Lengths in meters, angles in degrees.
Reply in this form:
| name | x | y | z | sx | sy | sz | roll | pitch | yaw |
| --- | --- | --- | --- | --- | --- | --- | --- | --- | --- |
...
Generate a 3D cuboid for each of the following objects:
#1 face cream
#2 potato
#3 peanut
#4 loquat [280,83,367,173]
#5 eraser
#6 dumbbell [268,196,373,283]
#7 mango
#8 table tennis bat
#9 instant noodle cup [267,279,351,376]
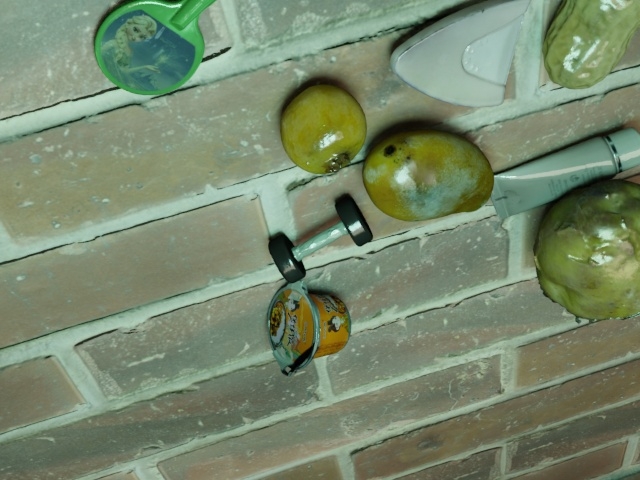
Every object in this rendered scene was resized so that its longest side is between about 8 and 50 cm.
| name | x | y | z | sx | sy | sz | roll | pitch | yaw |
| --- | --- | --- | --- | --- | --- | --- | --- | --- | --- |
| face cream | 0.505 | -0.138 | 1.474 | 0.314 | 0.089 | 0.143 | -23 | 138 | 12 |
| potato | 0.557 | -0.003 | 1.465 | 0.288 | 0.301 | 0.237 | -43 | 133 | 8 |
| peanut | 0.471 | -0.390 | 1.188 | 0.159 | 0.143 | 0.291 | -11 | 138 | -43 |
| loquat | 0.006 | -0.186 | 1.209 | 0.163 | 0.163 | 0.137 | -30 | 164 | 8 |
| eraser | 0.229 | -0.321 | 1.223 | 0.243 | 0.059 | 0.204 | -8 | 133 | -17 |
| dumbbell | 0.000 | 0.000 | 1.403 | 0.191 | 0.100 | 0.100 | -29 | 133 | 9 |
| mango | 0.216 | -0.114 | 1.349 | 0.316 | 0.146 | 0.193 | 12 | 133 | -36 |
| table tennis bat | -0.229 | -0.320 | 1.081 | 0.257 | 0.039 | 0.160 | -39 | 134 | 19 |
| instant noodle cup | -0.014 | 0.183 | 1.527 | 0.125 | 0.177 | 0.208 | 1 | 118 | -37 |
